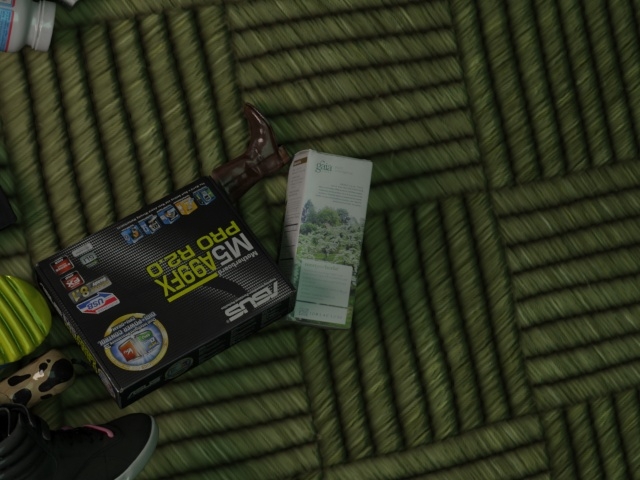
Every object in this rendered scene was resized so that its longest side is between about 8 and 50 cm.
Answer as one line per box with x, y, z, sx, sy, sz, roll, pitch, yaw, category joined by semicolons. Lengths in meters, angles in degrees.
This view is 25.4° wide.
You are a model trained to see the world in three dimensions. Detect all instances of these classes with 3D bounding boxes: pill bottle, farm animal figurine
-0.429;-0.292;1.848;0.160;0.087;0.087;10;84;-16;pill bottle
-0.439;0.292;1.765;0.327;0.172;0.330;6;85;-16;farm animal figurine

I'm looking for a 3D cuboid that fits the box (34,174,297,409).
-0.201;0.062;1.850;0.270;0.060;0.216;-29;66;-20;box

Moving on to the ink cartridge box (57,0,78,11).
-0.294;-0.486;1.911;0.165;0.065;0.332;40;79;-10;ink cartridge box

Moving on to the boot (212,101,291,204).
-0.112;-0.119;1.958;0.114;0.037;0.106;-35;94;-11;boot

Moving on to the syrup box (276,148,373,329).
0.000;0.000;1.950;0.093;0.096;0.236;9;84;-16;syrup box

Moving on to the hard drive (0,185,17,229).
-0.555;-0.122;1.762;0.237;0.064;0.339;-34;98;-46;hard drive

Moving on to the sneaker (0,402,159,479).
-0.313;0.243;1.695;0.296;0.105;0.146;-32;115;-43;sneaker

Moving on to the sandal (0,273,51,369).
-0.483;0.137;1.766;0.317;0.138;0.126;-22;83;-36;sandal
